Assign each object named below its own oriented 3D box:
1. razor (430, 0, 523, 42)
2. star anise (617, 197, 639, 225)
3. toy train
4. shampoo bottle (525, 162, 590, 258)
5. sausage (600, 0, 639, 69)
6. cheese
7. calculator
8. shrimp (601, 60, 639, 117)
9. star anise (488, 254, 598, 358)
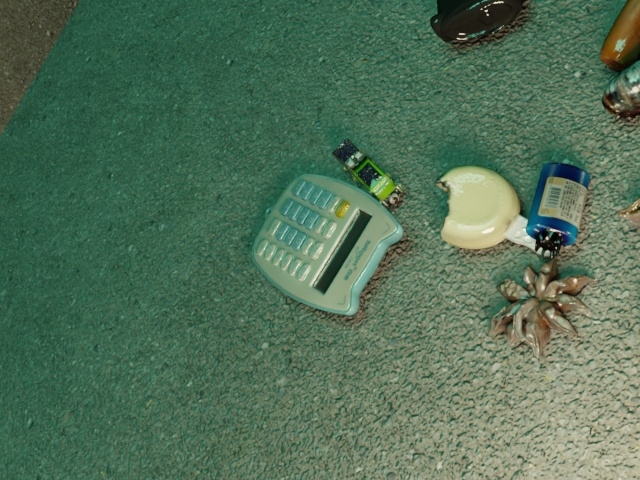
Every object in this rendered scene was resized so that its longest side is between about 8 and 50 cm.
[{"bbox_3d":[0.331,-0.576,2.096,0.204,0.113,0.349,-16,55,30],"label":"razor"},{"bbox_3d":[0.599,-0.051,1.587,0.208,0.063,0.172,-44,49,-1],"label":"star anise"},{"bbox_3d":[0.092,-0.141,2.008,0.060,0.081,0.202,-46,45,4],"label":"toy train"},{"bbox_3d":[0.408,-0.051,1.707,0.087,0.050,0.183,15,57,12],"label":"shampoo bottle"},{"bbox_3d":[0.583,-0.402,1.821,0.076,0.076,0.197,22,75,43],"label":"sausage"},{"bbox_3d":[0.324,-0.055,1.783,0.249,0.071,0.163,8,65,27],"label":"cheese"},{"bbox_3d":[0.000,0.000,1.990,0.386,0.054,0.256,29,87,46],"label":"calculator"},{"bbox_3d":[0.645,-0.326,1.670,0.372,0.137,0.172,-25,66,24],"label":"shrimp"},{"bbox_3d":[0.364,0.099,1.657,0.195,0.065,0.182,20,70,51],"label":"star anise"}]
